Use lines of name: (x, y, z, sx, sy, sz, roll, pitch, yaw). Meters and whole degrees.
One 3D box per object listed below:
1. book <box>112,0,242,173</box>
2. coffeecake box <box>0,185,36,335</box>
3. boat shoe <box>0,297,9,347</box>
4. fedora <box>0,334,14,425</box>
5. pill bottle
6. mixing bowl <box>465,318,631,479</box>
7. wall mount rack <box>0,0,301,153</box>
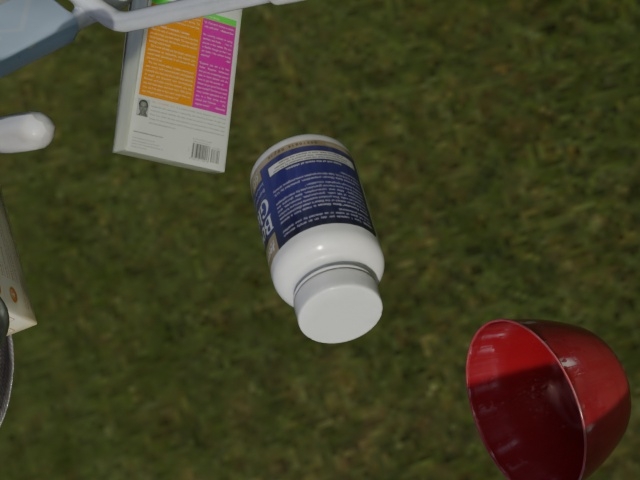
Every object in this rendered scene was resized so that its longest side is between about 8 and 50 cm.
book: (-0.113, -0.134, 1.519, 0.035, 0.096, 0.144, -5, 76, 55)
coffeecake box: (-0.254, -0.020, 1.123, 0.185, 0.068, 0.142, 41, -151, -68)
boat shoe: (-0.248, 0.042, 0.798, 0.335, 0.119, 0.121, 12, 144, 41)
fedora: (-0.364, 0.112, 1.439, 0.243, 0.275, 0.124, 56, 169, -11)
pill bottle: (0.000, 0.000, 1.535, 0.169, 0.094, 0.094, -105, 23, -43)
mixing bowl: (0.230, 0.147, 1.774, 0.181, 0.098, 0.181, 37, 136, 47)
wall mount rack: (-0.186, -0.127, 0.983, 0.304, 0.350, 0.130, 35, 135, 21)
